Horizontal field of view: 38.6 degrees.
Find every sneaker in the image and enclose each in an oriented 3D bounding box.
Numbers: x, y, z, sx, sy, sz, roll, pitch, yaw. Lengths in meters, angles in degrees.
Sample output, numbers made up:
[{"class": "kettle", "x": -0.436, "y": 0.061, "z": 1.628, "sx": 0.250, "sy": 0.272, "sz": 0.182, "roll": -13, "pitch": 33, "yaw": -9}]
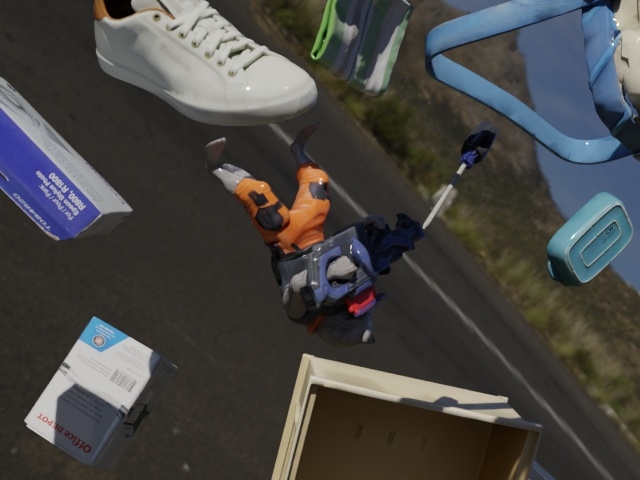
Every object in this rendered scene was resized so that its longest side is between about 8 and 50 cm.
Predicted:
[{"class": "sneaker", "x": -0.135, "y": -0.208, "z": 0.964, "sx": 0.290, "sy": 0.106, "sz": 0.123, "roll": 21, "pitch": -44, "yaw": 25}]

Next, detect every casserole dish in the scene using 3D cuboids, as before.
[{"class": "casserole dish", "x": 0.462, "y": 0.002, "z": 1.544, "sx": 0.114, "sy": 0.188, "sz": 0.037, "roll": 57, "pitch": -17, "yaw": -27}]

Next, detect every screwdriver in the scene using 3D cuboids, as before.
[{"class": "screwdriver", "x": 0.116, "y": -0.056, "z": 0.753, "sx": 0.024, "sy": 0.025, "sz": 0.170, "roll": 49, "pitch": 38, "yaw": -10}]

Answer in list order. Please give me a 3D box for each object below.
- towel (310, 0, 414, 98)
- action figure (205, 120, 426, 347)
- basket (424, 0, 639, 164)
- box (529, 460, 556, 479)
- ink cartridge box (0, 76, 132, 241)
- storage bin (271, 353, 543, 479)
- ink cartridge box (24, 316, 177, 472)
[{"class": "towel", "x": 0.046, "y": -0.211, "z": 0.915, "sx": 0.023, "sy": 0.113, "sz": 0.152, "roll": 17, "pitch": 2, "yaw": 26}, {"class": "action figure", "x": 0.000, "y": 0.000, "z": 1.318, "sx": 0.341, "sy": 0.179, "sz": 0.330, "roll": -13, "pitch": 78, "yaw": -56}, {"class": "basket", "x": 0.259, "y": -0.135, "z": 0.688, "sx": 0.255, "sy": 0.289, "sz": 0.201, "roll": 19, "pitch": 63, "yaw": -44}, {"class": "box", "x": 0.311, "y": 0.437, "z": 1.637, "sx": 0.158, "sy": 0.156, "sz": 0.093, "roll": 42, "pitch": 6, "yaw": 23}, {"class": "ink cartridge box", "x": -0.304, "y": -0.094, "z": 0.950, "sx": 0.223, "sy": 0.045, "sz": 0.224, "roll": 46, "pitch": 2, "yaw": -3}, {"class": "storage bin", "x": 0.079, "y": 0.288, "z": 1.049, "sx": 0.262, "sy": 0.260, "sz": 0.123, "roll": 13, "pitch": 8, "yaw": -8}, {"class": "ink cartridge box", "x": -0.334, "y": 0.236, "z": 1.401, "sx": 0.140, "sy": 0.190, "sz": 0.082, "roll": 27, "pitch": -13, "yaw": 20}]
